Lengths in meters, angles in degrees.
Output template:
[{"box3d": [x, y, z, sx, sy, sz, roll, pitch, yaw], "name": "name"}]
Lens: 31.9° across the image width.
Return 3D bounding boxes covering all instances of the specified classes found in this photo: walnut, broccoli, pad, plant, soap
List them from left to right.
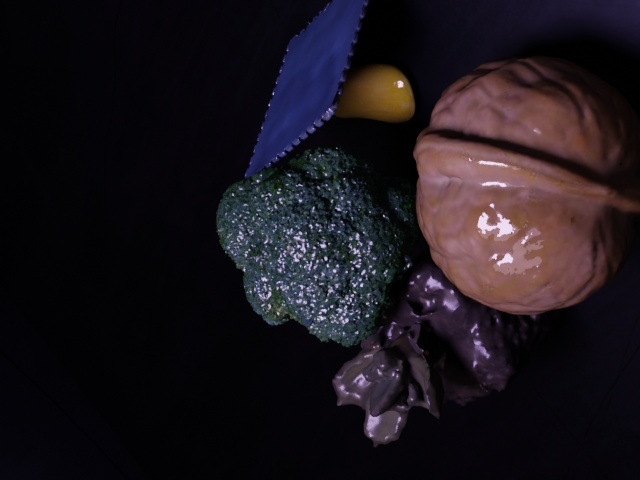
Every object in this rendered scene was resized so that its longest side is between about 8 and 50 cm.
[{"box3d": [-0.014, -0.223, 1.489, 0.012, 0.269, 0.269, 26, 153, -19], "name": "pad"}, {"box3d": [0.000, 0.000, 1.468, 0.269, 0.254, 0.269, 33, -179, -1], "name": "broccoli"}, {"box3d": [0.067, -0.208, 1.568, 0.168, 0.033, 0.089, 14, 126, 45], "name": "soap"}, {"box3d": [0.154, 0.126, 1.493, 0.213, 0.312, 0.215, 57, 148, 3], "name": "plant"}, {"box3d": [0.242, -0.062, 1.273, 0.285, 0.285, 0.297, 12, 91, 46], "name": "walnut"}]
